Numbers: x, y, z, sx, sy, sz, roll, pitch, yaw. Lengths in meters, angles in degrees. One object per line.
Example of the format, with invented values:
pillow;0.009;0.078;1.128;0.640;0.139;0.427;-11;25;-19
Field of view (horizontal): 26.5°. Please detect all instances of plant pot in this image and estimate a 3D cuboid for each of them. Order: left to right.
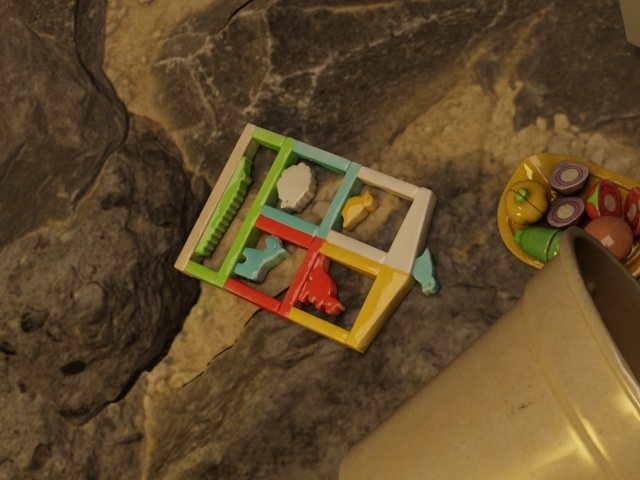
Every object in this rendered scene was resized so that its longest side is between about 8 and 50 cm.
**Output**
plant pot;0.197;0.207;1.231;0.305;0.334;0.334;-35;63;18

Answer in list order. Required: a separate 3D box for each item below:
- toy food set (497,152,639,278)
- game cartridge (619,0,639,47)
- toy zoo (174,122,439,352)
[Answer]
toy food set;0.278;-0.022;1.393;0.218;0.071;0.128;23;81;25
game cartridge;0.438;-0.211;1.328;0.294;0.196;0.060;19;72;24
toy zoo;0.000;0.000;1.511;0.293;0.030;0.192;23;81;26
